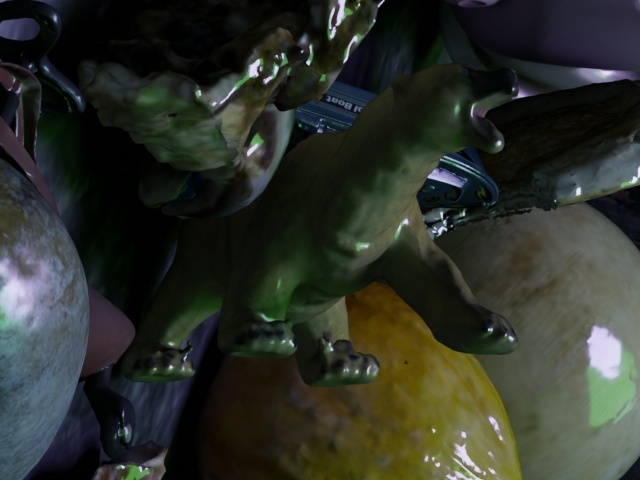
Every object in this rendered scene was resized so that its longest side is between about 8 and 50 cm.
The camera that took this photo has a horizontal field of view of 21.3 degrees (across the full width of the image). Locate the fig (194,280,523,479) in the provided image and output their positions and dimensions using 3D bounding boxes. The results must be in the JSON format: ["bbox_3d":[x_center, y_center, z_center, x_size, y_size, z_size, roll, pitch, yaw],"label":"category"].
[{"bbox_3d":[0.055,0.127,0.889,0.159,0.257,0.159,-49,160,-25],"label":"fig"}]

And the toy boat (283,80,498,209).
[{"bbox_3d":[0.027,-0.039,0.796,0.055,0.141,0.060,-27,-126,50],"label":"toy boat"}]

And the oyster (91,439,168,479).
[{"bbox_3d":[-0.094,0.191,0.666,0.271,0.100,0.275,-82,176,-56],"label":"oyster"}]

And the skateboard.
[{"bbox_3d":[-0.090,-0.003,0.511,0.151,0.067,0.080,84,16,-53],"label":"skateboard"}]

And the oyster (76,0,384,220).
[{"bbox_3d":[-0.012,-0.100,0.656,0.214,0.083,0.223,-51,-173,-14],"label":"oyster"}]

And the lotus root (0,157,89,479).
[{"bbox_3d":[-0.103,0.032,0.428,0.165,0.088,0.088,103,10,-55],"label":"lotus root"}]

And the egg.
[{"bbox_3d":[0.101,0.075,1.092,0.295,0.218,0.218,139,-27,-72],"label":"egg"}]

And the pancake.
[{"bbox_3d":[0.099,-0.042,0.951,0.037,0.254,0.253,70,22,-11],"label":"pancake"}]

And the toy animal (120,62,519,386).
[{"bbox_3d":[0.000,0.000,0.669,0.219,0.103,0.101,157,-63,-64],"label":"toy animal"}]

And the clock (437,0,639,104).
[{"bbox_3d":[0.229,-0.175,1.060,0.326,0.342,0.184,31,65,-74],"label":"clock"}]
